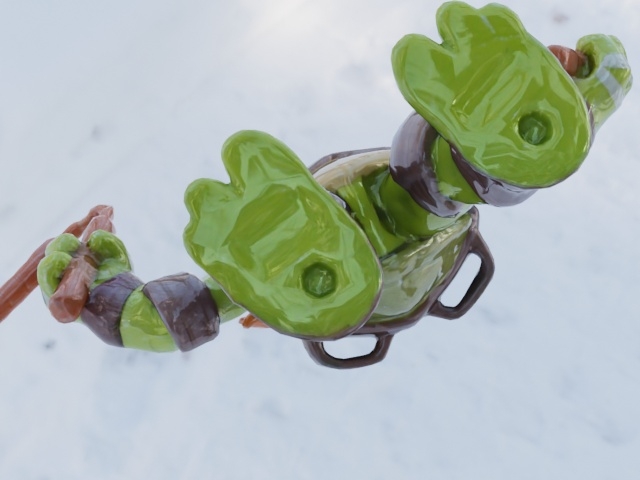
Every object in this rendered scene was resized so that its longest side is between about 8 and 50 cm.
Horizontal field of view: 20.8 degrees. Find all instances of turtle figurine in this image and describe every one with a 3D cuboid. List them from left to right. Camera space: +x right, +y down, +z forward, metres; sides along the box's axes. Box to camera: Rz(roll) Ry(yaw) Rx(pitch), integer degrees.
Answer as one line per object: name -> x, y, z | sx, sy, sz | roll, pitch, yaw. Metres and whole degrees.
turtle figurine -> 0.000, 0.000, 0.559 | 0.269, 0.087, 0.217 | -20, -3, -5
